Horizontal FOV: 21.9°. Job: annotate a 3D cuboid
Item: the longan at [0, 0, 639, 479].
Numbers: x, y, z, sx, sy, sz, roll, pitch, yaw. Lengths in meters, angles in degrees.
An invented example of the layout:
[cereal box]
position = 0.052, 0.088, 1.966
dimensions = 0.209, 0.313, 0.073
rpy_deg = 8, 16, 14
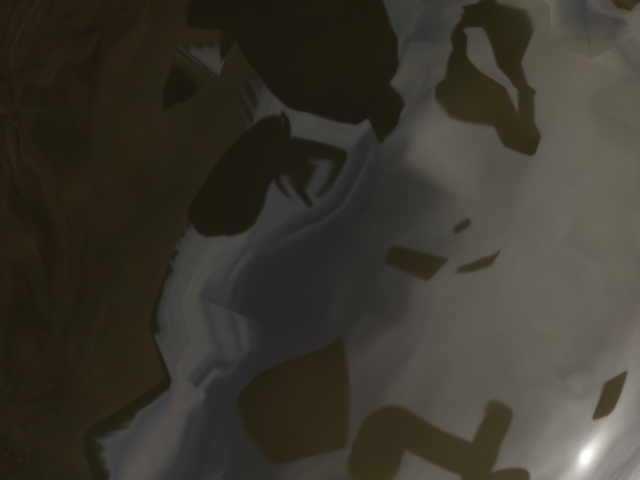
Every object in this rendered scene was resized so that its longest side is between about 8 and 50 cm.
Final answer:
[longan]
position = 0.008, -0.003, 0.750
dimensions = 0.404, 0.404, 0.436
rpy_deg = -1, 116, -50
